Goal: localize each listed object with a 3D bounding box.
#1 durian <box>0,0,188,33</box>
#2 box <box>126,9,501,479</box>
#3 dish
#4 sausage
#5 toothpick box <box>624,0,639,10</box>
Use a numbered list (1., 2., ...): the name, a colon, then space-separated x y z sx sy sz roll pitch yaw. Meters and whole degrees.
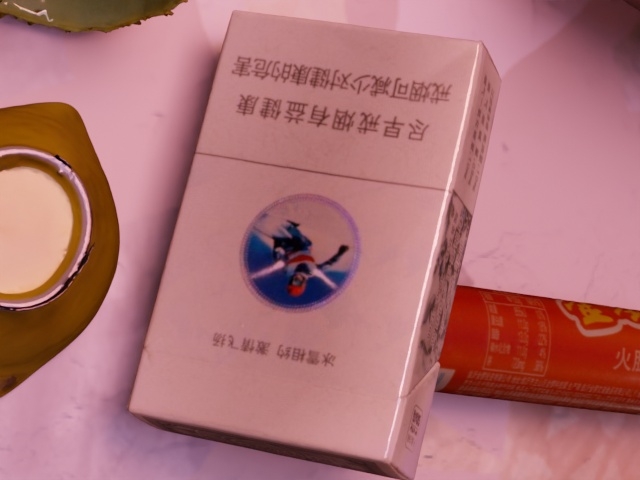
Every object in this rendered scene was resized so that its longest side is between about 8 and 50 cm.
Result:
1. durian: -0.180 -0.192 0.961 0.237 0.200 0.176 -2 106 -13
2. box: 0.000 0.000 1.033 0.164 0.069 0.256 9 77 18
3. dish: -0.185 0.002 1.000 0.149 0.080 0.207 27 72 -15
4. sausage: 0.157 0.074 1.127 0.264 0.083 0.083 8 80 -22
5. toothpick box: 0.370 -0.290 1.080 0.425 0.409 0.409 6 81 -25
